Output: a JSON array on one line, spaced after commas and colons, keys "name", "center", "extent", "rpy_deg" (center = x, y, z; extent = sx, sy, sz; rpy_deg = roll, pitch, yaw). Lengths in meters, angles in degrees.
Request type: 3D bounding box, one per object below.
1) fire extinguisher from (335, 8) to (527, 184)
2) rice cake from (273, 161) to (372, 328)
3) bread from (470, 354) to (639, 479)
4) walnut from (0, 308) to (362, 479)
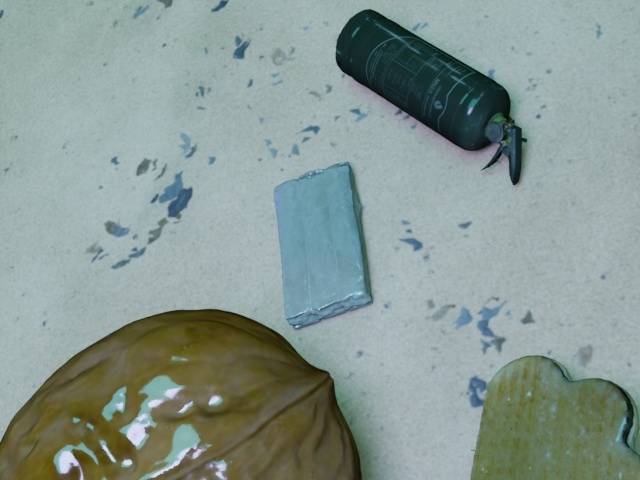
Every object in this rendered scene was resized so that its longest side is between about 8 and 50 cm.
[{"name": "fire extinguisher", "center": [0.151, -0.190, 1.343], "extent": [0.311, 0.095, 0.114], "rpy_deg": [37, 118, 33]}, {"name": "rice cake", "center": [0.000, 0.000, 1.332], "extent": [0.124, 0.038, 0.211], "rpy_deg": [-19, 59, 12]}, {"name": "bread", "center": [0.242, 0.254, 1.039], "extent": [0.207, 0.056, 0.286], "rpy_deg": [0, 62, 36]}, {"name": "walnut", "center": [-0.149, 0.260, 1.102], "extent": [0.398, 0.308, 0.354], "rpy_deg": [-31, 91, 4]}]
